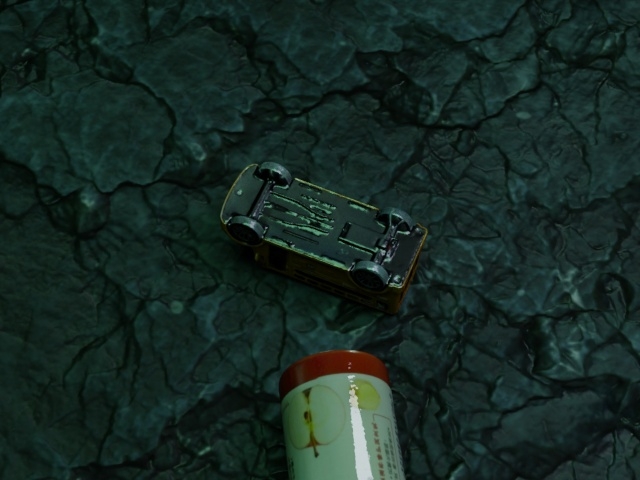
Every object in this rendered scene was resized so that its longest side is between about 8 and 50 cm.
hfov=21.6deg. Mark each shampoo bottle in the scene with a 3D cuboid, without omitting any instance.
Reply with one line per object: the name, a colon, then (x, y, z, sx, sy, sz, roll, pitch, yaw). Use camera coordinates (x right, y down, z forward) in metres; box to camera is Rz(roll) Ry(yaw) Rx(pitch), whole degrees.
shampoo bottle: (0.028, 0.239, 1.478, 0.104, 0.104, 0.278, -6, 57, -5)

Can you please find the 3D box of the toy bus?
toy bus: (0.000, 0.000, 1.645, 0.194, 0.088, 0.083, 21, 58, 10)
